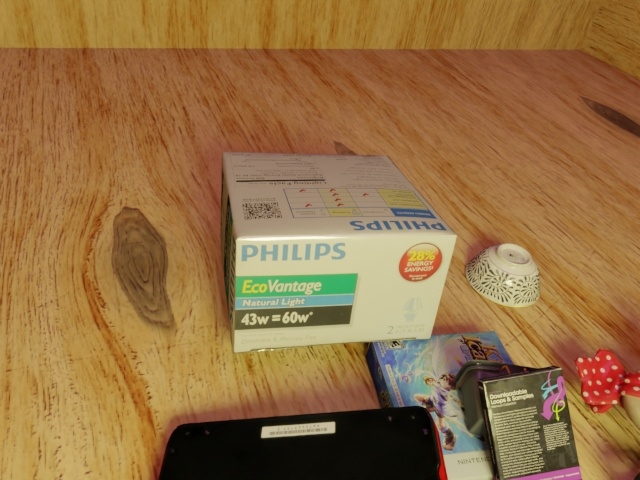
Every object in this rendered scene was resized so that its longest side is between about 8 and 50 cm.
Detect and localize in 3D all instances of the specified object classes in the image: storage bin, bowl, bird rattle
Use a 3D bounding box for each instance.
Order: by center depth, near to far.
[{"bbox_3d":[0.280,0.242,0.786,0.135,0.098,0.091,9,48,-3],"label":"storage bin"},{"bbox_3d":[0.562,0.244,0.843,0.254,0.143,0.207,-7,25,1],"label":"bird rattle"},{"bbox_3d":[0.412,0.059,1.149,0.170,0.080,0.170,5,39,-4],"label":"bowl"}]

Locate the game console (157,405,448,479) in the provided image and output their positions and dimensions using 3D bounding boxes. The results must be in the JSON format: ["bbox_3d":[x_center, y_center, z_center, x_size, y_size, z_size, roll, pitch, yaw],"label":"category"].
[{"bbox_3d":[-0.028,0.363,0.628,0.387,0.060,0.342,-5,34,3],"label":"game console"}]

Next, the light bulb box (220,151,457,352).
[{"bbox_3d":[0.000,0.000,0.975,0.358,0.225,0.361,-1,30,-13],"label":"light bulb box"}]

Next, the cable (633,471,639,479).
[{"bbox_3d":[0.568,0.361,0.793,0.287,0.072,0.139,-16,52,-37],"label":"cable"}]

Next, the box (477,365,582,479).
[{"bbox_3d":[0.290,0.264,0.727,0.116,0.162,0.029,-8,-3,-4],"label":"box"}]

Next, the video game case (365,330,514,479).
[{"bbox_3d":[0.227,0.270,0.857,0.245,0.061,0.269,0,39,-14],"label":"video game case"}]
